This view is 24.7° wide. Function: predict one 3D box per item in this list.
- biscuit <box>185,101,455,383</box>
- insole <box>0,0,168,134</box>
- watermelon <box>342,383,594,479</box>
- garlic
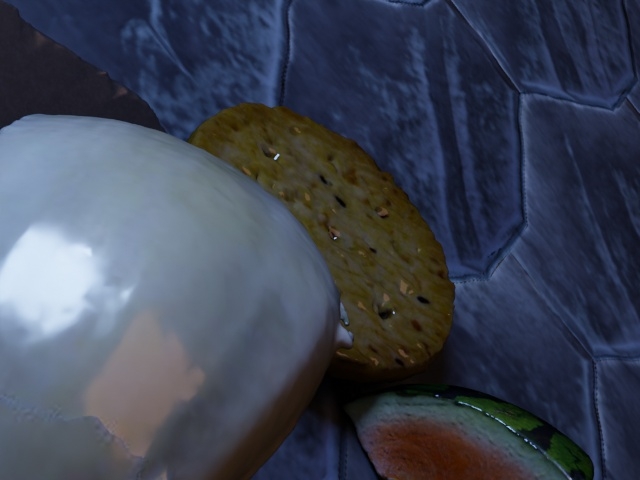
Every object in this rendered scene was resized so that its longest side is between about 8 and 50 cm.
[{"bbox_3d":[-0.001,0.001,0.820,0.188,0.027,0.188,29,36,-24],"label":"biscuit"},{"bbox_3d":[-0.191,-0.094,0.657,0.328,0.007,0.111,34,72,-35],"label":"insole"},{"bbox_3d":[0.084,0.128,0.781,0.125,0.135,0.094,34,76,-32],"label":"watermelon"},{"bbox_3d":[-0.139,0.046,0.510,0.313,0.286,0.249,-67,160,-45],"label":"garlic"}]
